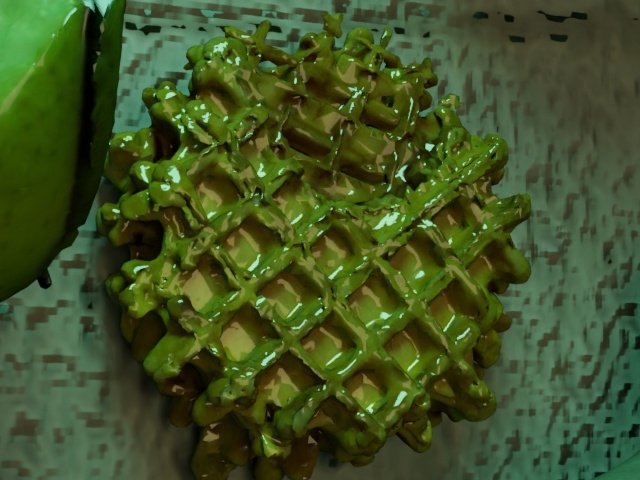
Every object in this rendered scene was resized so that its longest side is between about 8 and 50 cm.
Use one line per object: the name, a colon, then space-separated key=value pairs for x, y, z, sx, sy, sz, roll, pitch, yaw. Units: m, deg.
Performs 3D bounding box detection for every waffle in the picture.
waffle: x=0.000 y=0.000 z=0.691 sx=0.193 sy=0.070 sz=0.197 roll=-12 pitch=88 yaw=-27

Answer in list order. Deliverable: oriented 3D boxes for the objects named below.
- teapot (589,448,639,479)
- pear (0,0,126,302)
teapot: x=0.172 y=0.119 z=0.711 sx=0.183 sy=0.183 sz=0.251 roll=36 pitch=58 yaw=-17
pear: x=-0.216 y=-0.103 z=0.554 sx=0.292 sy=0.159 sz=0.292 roll=3 pitch=82 yaw=-23
